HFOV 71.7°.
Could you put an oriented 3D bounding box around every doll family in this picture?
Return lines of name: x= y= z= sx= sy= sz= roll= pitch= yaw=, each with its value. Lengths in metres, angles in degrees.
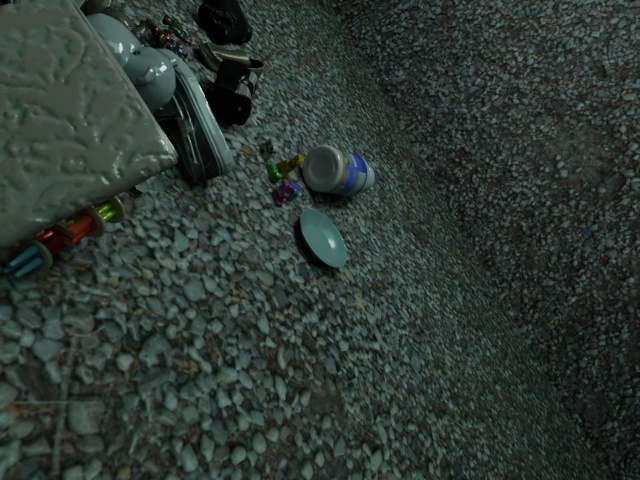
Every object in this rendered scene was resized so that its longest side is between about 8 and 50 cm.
doll family: x=-0.408 y=-0.513 z=1.164 sx=0.111 sy=0.076 sz=0.193 roll=37 pitch=37 yaw=-38

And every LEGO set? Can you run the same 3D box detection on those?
LEGO set: x=-0.096 y=-0.208 z=1.294 sx=0.087 sy=0.093 sz=0.227 roll=17 pitch=47 yaw=-48

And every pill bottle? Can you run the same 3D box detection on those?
pill bottle: x=0.074 y=-0.229 z=1.506 sx=0.272 sy=0.152 sz=0.152 roll=-1 pitch=62 yaw=-56

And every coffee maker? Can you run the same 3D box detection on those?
coffee maker: x=-0.264 y=-0.432 z=1.245 sx=0.171 sy=0.120 sz=0.178 roll=36 pitch=34 yaw=-30

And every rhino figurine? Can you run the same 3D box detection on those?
rhino figurine: x=-0.448 y=-0.489 z=1.062 sx=0.243 sy=0.106 sz=0.073 roll=45 pitch=-10 yaw=-20

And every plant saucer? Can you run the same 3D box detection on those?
plant saucer: x=0.000 y=0.000 z=1.284 sx=0.195 sy=0.037 sz=0.195 roll=37 pitch=34 yaw=-30

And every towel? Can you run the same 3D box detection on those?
towel: x=-0.427 y=-0.164 z=0.619 sx=0.331 sy=0.053 sz=0.317 roll=-33 pitch=86 yaw=-19

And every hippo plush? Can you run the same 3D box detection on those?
hippo plush: x=-0.372 y=-0.241 z=0.774 sx=0.294 sy=0.236 sz=0.234 roll=42 pitch=32 yaw=-22

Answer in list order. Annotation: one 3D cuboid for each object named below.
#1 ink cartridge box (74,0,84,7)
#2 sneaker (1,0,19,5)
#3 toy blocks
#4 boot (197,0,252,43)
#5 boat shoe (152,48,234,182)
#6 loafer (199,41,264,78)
ink cartridge box: x=-0.515 y=-0.602 z=0.957 sx=0.092 sy=0.158 sz=0.218 roll=34 pitch=21 yaw=-36
sneaker: x=-0.598 y=-0.474 z=0.877 sx=0.135 sy=0.052 sz=0.058 roll=25 pitch=51 yaw=-31
toy blocks: x=-0.375 y=-0.005 z=0.650 sx=0.054 sy=0.123 sz=0.148 roll=60 pitch=26 yaw=-21
boot: x=-0.347 y=-0.783 z=1.498 sx=0.247 sy=0.094 sz=0.207 roll=58 pitch=25 yaw=-8
boat shoe: x=-0.321 y=-0.286 z=1.007 sx=0.119 sy=0.121 sz=0.335 roll=-28 pitch=82 yaw=-27
loafer: x=-0.275 y=-0.577 z=1.407 sx=0.251 sy=0.087 sz=0.095 roll=-3 pitch=63 yaw=-57
